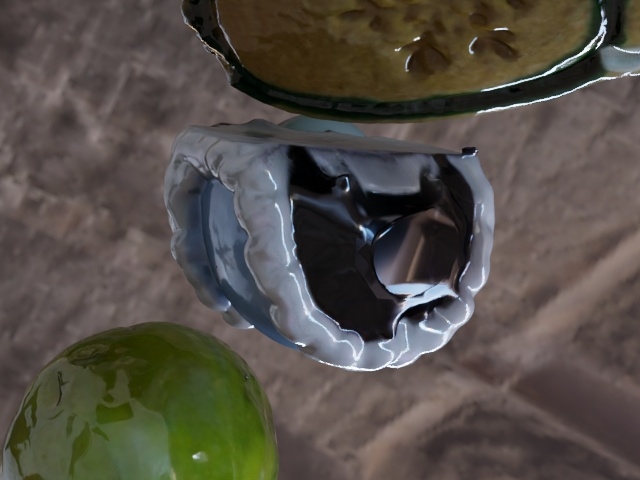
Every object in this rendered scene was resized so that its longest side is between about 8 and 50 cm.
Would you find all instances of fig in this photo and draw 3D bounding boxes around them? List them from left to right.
[{"bbox_3d":[-0.107,0.191,1.273,0.314,0.233,0.233,29,-86,45],"label":"fig"}]

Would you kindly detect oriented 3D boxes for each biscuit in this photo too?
[{"bbox_3d":[0.071,-0.179,1.008,0.287,0.343,0.057,65,23,-48],"label":"biscuit"}]

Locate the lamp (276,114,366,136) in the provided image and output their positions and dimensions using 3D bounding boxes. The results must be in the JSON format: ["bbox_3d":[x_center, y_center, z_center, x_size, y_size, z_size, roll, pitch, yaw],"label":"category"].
[{"bbox_3d":[-0.004,-0.048,1.311,0.105,0.105,0.105,-60,-168,21],"label":"lamp"}]

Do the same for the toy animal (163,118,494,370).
[{"bbox_3d":[0.000,0.000,1.161,0.204,0.208,0.156,15,-80,56],"label":"toy animal"}]
